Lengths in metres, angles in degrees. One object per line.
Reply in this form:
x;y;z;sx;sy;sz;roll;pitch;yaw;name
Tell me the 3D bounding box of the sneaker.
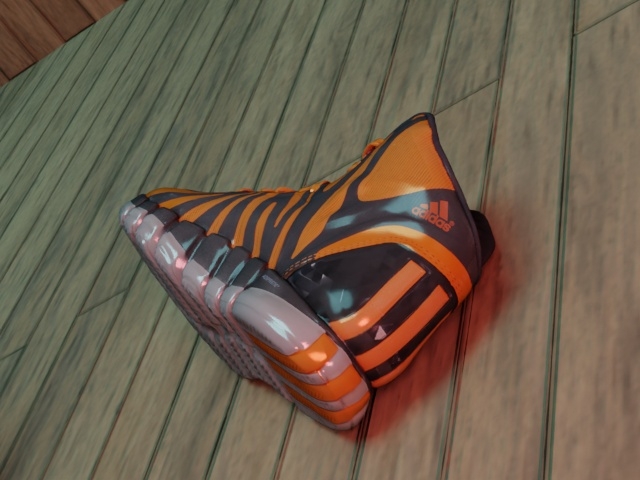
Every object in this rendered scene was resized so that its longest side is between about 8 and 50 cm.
0.000;0.000;0.963;0.180;0.124;0.321;-41;32;-13;sneaker
